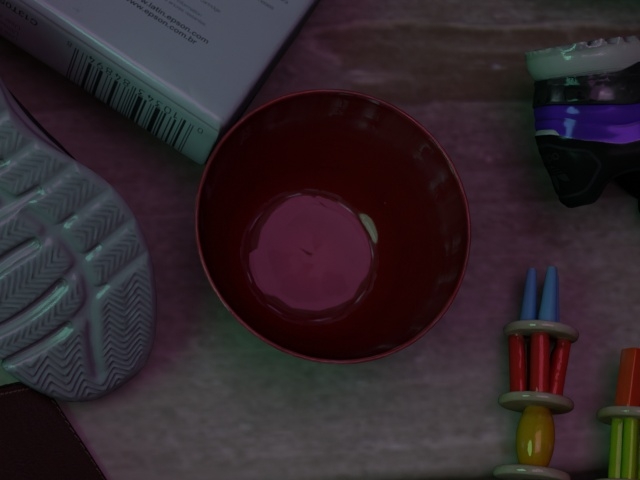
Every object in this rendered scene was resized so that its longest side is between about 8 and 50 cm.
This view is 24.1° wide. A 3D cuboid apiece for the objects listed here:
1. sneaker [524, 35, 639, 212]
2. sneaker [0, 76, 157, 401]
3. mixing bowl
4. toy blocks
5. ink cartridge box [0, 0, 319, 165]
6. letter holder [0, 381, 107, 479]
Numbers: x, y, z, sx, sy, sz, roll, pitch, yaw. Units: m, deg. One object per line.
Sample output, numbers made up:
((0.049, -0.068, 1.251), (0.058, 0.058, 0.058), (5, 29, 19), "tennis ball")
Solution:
((0.284, -0.076, 1.080), (0.293, 0.102, 0.146), (-5, 92, -17), "sneaker")
((-0.218, -0.051, 0.959), (0.124, 0.180, 0.321), (-32, 118, -9), "sneaker")
((0.000, 0.000, 0.998), (0.181, 0.098, 0.182), (3, 75, -11), "mixing bowl")
((0.184, 0.096, 1.033), (0.123, 0.054, 0.148), (9, 74, -8), "toy blocks")
((-0.130, -0.263, 1.046), (0.324, 0.071, 0.330), (33, 58, -1), "ink cartridge box")
((-0.187, 0.253, 0.886), (0.152, 0.214, 0.302), (-34, 82, 15), "letter holder")
